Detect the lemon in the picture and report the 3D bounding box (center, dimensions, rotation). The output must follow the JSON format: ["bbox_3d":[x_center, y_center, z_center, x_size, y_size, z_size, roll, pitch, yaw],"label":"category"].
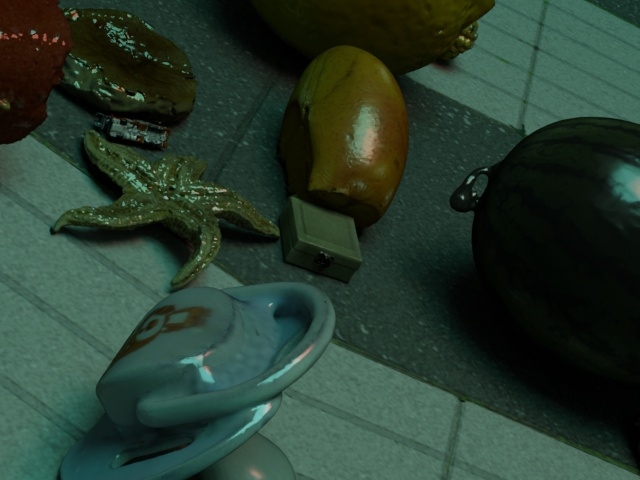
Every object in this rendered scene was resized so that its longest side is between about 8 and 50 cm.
[{"bbox_3d":[0.055,-0.369,1.926,0.336,0.336,0.336,23,31,-15],"label":"lemon"}]

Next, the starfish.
[{"bbox_3d":[-0.158,-0.040,1.516,0.277,0.062,0.235,-3,39,-38],"label":"starfish"}]

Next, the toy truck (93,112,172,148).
[{"bbox_3d":[-0.201,-0.118,1.603,0.083,0.024,0.032,10,14,-35],"label":"toy truck"}]

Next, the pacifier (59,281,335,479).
[{"bbox_3d":[-0.074,0.152,1.213,0.207,0.227,0.279,67,23,-20],"label":"pacifier"}]

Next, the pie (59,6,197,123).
[{"bbox_3d":[-0.220,-0.195,1.677,0.195,0.046,0.195,23,32,-16],"label":"pie"}]

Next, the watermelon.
[{"bbox_3d":[0.316,0.010,1.630,0.359,0.279,0.279,31,30,2],"label":"watermelon"}]

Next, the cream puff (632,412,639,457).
[{"bbox_3d":[0.408,0.219,1.604,0.149,0.084,0.149,21,31,-14],"label":"cream puff"}]

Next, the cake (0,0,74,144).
[{"bbox_3d":[-0.364,-0.208,1.443,0.151,0.177,0.283,-1,49,-44],"label":"cake"}]

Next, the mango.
[{"bbox_3d":[0.027,-0.124,1.708,0.126,0.154,0.252,24,44,-27],"label":"mango"}]

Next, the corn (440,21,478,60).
[{"bbox_3d":[0.093,-0.353,2.152,0.292,0.101,0.101,25,31,-4],"label":"corn"}]

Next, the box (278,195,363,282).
[{"bbox_3d":[0.000,0.000,1.601,0.079,0.035,0.083,19,33,-20],"label":"box"}]
